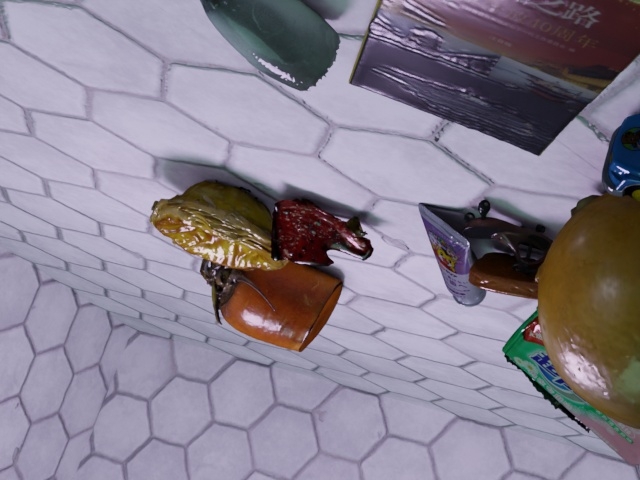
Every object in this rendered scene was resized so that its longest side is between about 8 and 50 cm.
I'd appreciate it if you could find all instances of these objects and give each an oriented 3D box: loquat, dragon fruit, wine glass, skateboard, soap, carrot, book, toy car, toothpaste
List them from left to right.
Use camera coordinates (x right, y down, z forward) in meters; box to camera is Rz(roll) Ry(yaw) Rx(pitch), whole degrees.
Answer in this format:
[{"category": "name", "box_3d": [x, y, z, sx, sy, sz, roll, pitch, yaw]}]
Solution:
[{"category": "wine glass", "box_3d": [-0.168, -0.266, 1.130, 0.309, 0.096, 0.264, 28, 159, -31]}, {"category": "carrot", "box_3d": [-0.116, 0.123, 2.121, 0.331, 0.193, 0.214, 26, -157, -8]}, {"category": "dragon fruit", "box_3d": [0.003, -0.012, 1.728, 0.192, 0.122, 0.092, 20, 147, 5]}, {"category": "toothpaste", "box_3d": [0.237, 0.034, 1.688, 0.114, 0.073, 0.299, 43, 174, 29]}, {"category": "book", "box_3d": [0.182, -0.209, 1.059, 0.262, 0.028, 0.374, 21, 164, -1]}, {"category": "skateboard", "box_3d": [0.293, 0.002, 1.506, 0.151, 0.080, 0.067, 19, 157, -8]}, {"category": "soap", "box_3d": [0.412, 0.198, 1.422, 0.273, 0.098, 0.218, 42, 153, 12]}, {"category": "loquat", "box_3d": [0.419, 0.060, 1.213, 0.328, 0.328, 0.359, 36, -162, -44]}, {"category": "toy car", "box_3d": [0.409, -0.093, 1.056, 0.191, 0.097, 0.100, 12, 154, 21]}]

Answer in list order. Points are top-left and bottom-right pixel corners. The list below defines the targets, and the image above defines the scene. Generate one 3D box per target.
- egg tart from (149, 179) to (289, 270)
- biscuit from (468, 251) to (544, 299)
[{"category": "egg tart", "box_3d": [-0.185, -0.033, 1.860, 0.294, 0.116, 0.295, 15, 163, 5]}, {"category": "biscuit", "box_3d": [0.339, 0.062, 1.575, 0.186, 0.036, 0.192, 8, -167, 20]}]
